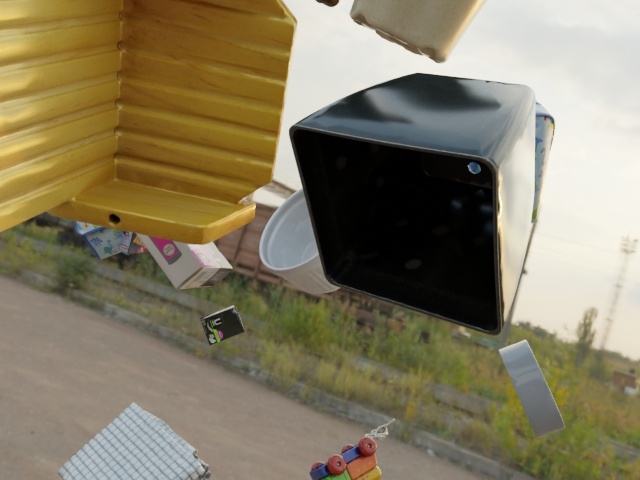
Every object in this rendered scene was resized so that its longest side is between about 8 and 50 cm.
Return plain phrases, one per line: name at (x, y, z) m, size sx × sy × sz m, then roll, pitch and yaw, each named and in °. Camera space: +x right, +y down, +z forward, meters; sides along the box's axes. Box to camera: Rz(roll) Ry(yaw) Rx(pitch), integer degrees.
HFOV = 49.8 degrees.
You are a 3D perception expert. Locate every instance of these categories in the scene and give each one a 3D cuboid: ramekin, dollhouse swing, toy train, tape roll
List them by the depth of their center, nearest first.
dollhouse swing at (-0.215, -0.147, 0.764) m, size 0.314 × 0.347 × 0.305 m, roll 12°, pitch 25°, yaw 1°
ramekin at (0.000, 0.000, 1.259) m, size 0.207 × 0.207 × 0.109 m, roll 12°, pitch -27°, yaw 50°
toy train at (0.110, 0.506, 1.511) m, size 0.247 × 0.144 × 0.105 m, roll -19°, pitch -15°, yaw -34°
tape roll at (0.500, 0.350, 1.633) m, size 0.072 × 0.219 × 0.219 m, roll -25°, pitch -15°, yaw 10°

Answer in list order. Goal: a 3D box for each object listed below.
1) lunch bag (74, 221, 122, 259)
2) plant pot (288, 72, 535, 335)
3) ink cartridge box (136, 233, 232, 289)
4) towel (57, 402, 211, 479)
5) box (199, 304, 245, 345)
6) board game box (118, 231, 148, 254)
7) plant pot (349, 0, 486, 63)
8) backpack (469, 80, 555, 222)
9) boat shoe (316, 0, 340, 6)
lunch bag at (-0.497, -0.046, 1.617) m, size 0.128 × 0.151 × 0.096 m, roll -18°, pitch 24°, yaw 19°
plant pot at (0.107, -0.056, 0.640) m, size 0.188 × 0.167 × 0.188 m, roll 15°, pitch -44°, yaw 31°
ink cartridge box at (-0.297, -0.080, 1.152) m, size 0.371 × 0.069 × 0.176 m, roll 50°, pitch 4°, yaw 7°
towel at (-0.400, 0.515, 1.500) m, size 0.283 × 0.235 × 0.121 m, roll 23°, pitch -40°, yaw 39°
box at (-0.217, 0.186, 1.520) m, size 0.083 × 0.062 × 0.052 m, roll -20°, pitch 3°, yaw -12°
board game box at (-0.366, -0.042, 1.573) m, size 0.194 × 0.194 × 0.060 m, roll 29°, pitch -5°, yaw -37°
plant pot at (0.218, -0.534, 1.357) m, size 0.333 × 0.306 × 0.334 m, roll 24°, pitch 13°, yaw -6°
backpack at (0.363, -0.167, 1.506) m, size 0.289 × 0.356 × 0.273 m, roll -1°, pitch 9°, yaw -20°
boat shoe at (-0.004, -0.612, 1.505) m, size 0.095 × 0.258 × 0.095 m, roll -23°, pitch -31°, yaw 33°
